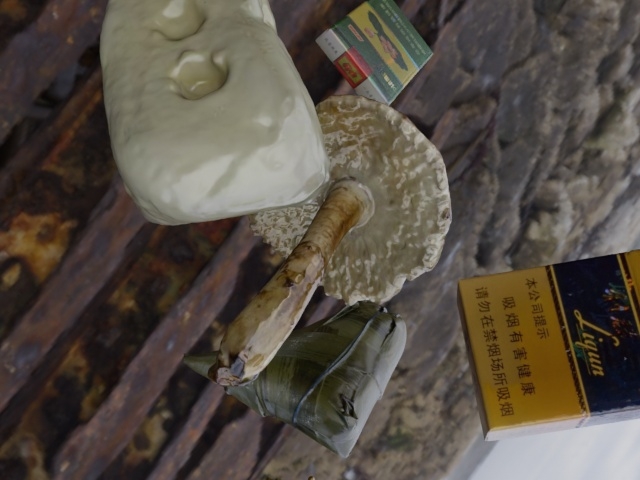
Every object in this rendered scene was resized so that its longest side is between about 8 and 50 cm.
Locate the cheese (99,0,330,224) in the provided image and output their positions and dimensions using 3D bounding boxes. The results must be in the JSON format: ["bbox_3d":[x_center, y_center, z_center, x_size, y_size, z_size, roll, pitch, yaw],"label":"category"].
[{"bbox_3d":[-0.097,-0.117,0.707,0.173,0.248,0.252,-13,114,-8],"label":"cheese"}]

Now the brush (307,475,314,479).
[{"bbox_3d":[-0.014,0.386,1.159,0.043,0.014,0.170,-62,159,-50],"label":"brush"}]

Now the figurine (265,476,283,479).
[{"bbox_3d":[-0.123,0.570,1.419,0.218,0.169,0.327,60,41,-67],"label":"figurine"}]

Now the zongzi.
[{"bbox_3d":[-0.028,0.156,1.221,0.251,0.274,0.125,-52,159,-46],"label":"zongzi"}]

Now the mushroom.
[{"bbox_3d":[0.026,0.009,0.845,0.233,0.208,0.302,-42,-145,33],"label":"mushroom"}]

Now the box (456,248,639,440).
[{"bbox_3d":[0.261,0.097,0.796,0.237,0.152,0.070,-10,156,6],"label":"box"}]

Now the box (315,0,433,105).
[{"bbox_3d":[0.085,-0.279,1.198,0.034,0.132,0.235,-33,-168,35],"label":"box"}]
